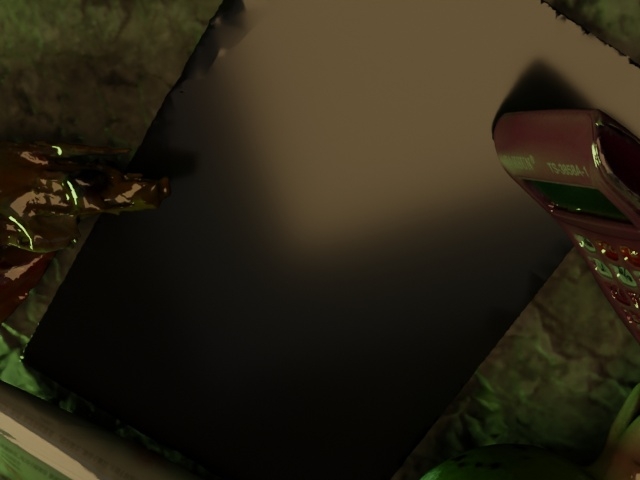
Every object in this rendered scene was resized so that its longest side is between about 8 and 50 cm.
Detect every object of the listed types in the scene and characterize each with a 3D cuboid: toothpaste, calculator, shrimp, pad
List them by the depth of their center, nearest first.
[{"bbox_3d":[0.163,0.011,0.461,0.034,0.126,0.190,-39,102,-5],"label":"calculator"},{"bbox_3d":[0.000,0.000,0.548,0.248,0.007,0.367,32,110,-2],"label":"pad"},{"bbox_3d":[-0.221,0.010,0.555,0.287,0.063,0.152,-3,110,13],"label":"shrimp"},{"bbox_3d":[-0.146,0.152,0.590,0.323,0.066,0.100,28,142,-2],"label":"toothpaste"}]

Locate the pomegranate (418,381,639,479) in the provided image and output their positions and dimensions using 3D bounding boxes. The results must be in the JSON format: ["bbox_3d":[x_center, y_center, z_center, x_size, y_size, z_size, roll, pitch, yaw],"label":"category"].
[{"bbox_3d":[0.137,0.177,0.504,0.187,0.187,0.225,40,90,-6],"label":"pomegranate"}]
